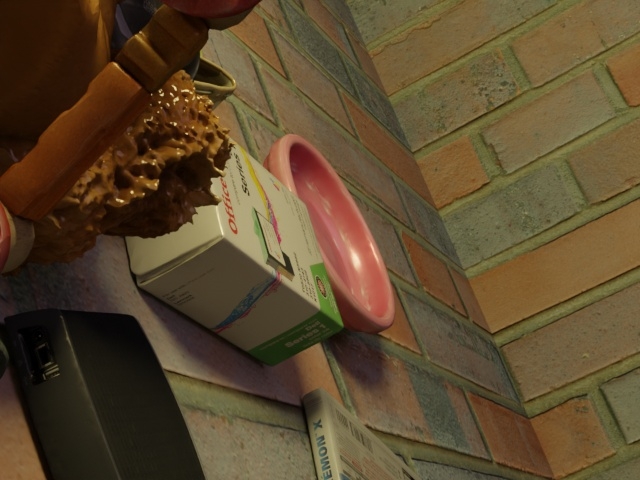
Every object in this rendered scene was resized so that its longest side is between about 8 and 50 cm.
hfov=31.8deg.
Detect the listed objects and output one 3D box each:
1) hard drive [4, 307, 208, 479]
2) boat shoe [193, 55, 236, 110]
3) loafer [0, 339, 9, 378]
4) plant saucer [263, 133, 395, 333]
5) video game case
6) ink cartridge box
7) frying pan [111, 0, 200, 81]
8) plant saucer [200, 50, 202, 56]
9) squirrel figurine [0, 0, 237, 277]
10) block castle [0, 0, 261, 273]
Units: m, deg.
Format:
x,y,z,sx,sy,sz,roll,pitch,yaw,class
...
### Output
x,y,z,sx,sy,sz,roll,pitch,yaw,class
-0.164,0.174,0.947,0.254,0.054,0.172,66,16,14,hard drive
-0.215,-0.234,1.400,0.285,0.089,0.104,28,39,-58,boat shoe
-0.306,0.035,0.707,0.084,0.096,0.267,49,0,32,loafer
0.000,0.000,1.716,0.332,0.084,0.332,54,18,-27,plant saucer
0.092,0.385,1.449,0.329,0.036,0.300,48,20,-43,video game case
-0.106,-0.001,1.314,0.278,0.117,0.201,41,26,-52,ink cartridge box
-0.206,-0.196,1.159,0.197,0.053,0.326,54,31,-26,frying pan
-0.248,-0.331,1.569,0.241,0.037,0.241,53,18,-25,plant saucer
-0.233,-0.178,0.944,0.370,0.281,0.397,-67,144,-64,squirrel figurine
-0.267,-0.200,0.588,0.453,0.303,0.213,43,0,-3,block castle
